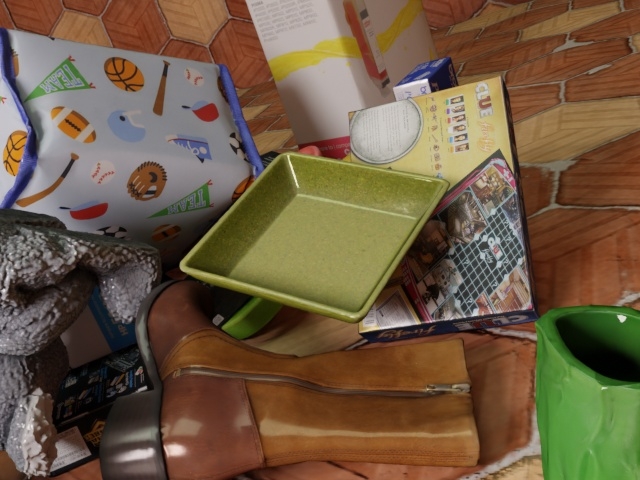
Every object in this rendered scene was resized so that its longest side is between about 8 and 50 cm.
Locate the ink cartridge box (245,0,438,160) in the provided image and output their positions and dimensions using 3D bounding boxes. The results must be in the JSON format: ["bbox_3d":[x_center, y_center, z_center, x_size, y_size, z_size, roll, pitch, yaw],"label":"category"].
[{"bbox_3d":[0.057,-0.314,1.319,0.161,0.384,0.279,-4,25,39],"label":"ink cartridge box"}]

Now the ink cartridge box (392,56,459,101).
[{"bbox_3d":[0.147,-0.098,0.914,0.046,0.207,0.097,-9,22,29],"label":"ink cartridge box"}]

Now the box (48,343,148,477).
[{"bbox_3d":[-0.214,0.146,0.858,0.175,0.051,0.220,-23,19,-6],"label":"box"}]

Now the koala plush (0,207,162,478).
[{"bbox_3d":[-0.287,0.090,0.719,0.196,0.221,0.203,15,3,25],"label":"koala plush"}]

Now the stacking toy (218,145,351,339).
[{"bbox_3d":[-0.016,0.020,0.995,0.279,0.130,0.309,-51,22,-6],"label":"stacking toy"}]

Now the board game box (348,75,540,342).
[{"bbox_3d":[0.114,-0.031,0.773,0.165,0.042,0.243,-10,66,21],"label":"board game box"}]

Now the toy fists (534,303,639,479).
[{"bbox_3d":[0.178,0.138,0.357,0.096,0.142,0.279,-6,18,-8],"label":"toy fists"}]

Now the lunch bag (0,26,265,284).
[{"bbox_3d":[-0.315,-0.055,1.046,0.328,0.238,0.385,3,-31,-41],"label":"lunch bag"}]

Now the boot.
[{"bbox_3d":[-0.019,0.098,0.665,0.281,0.096,0.264,-8,20,3],"label":"boot"}]

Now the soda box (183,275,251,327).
[{"bbox_3d":[-0.081,0.019,0.871,0.169,0.053,0.060,-44,22,10],"label":"soda box"}]

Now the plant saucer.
[{"bbox_3d":[0.000,0.000,0.726,0.189,0.045,0.188,13,46,28],"label":"plant saucer"}]

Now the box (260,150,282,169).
[{"bbox_3d":[-0.104,-0.066,1.255,0.158,0.093,0.156,-25,20,-16],"label":"box"}]

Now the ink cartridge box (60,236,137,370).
[{"bbox_3d":[-0.298,0.087,0.894,0.203,0.085,0.148,-22,18,-3],"label":"ink cartridge box"}]
